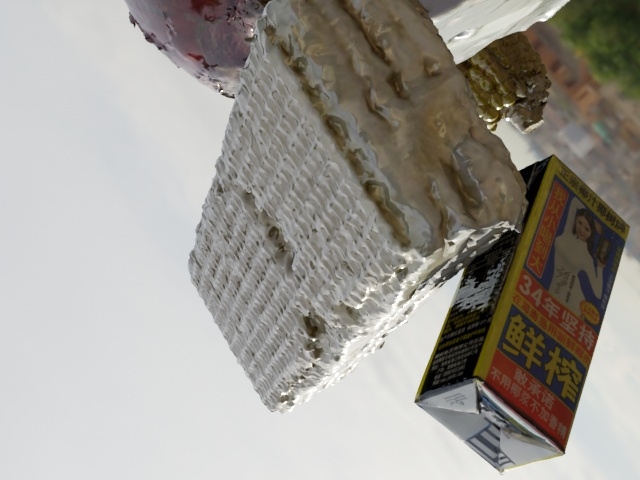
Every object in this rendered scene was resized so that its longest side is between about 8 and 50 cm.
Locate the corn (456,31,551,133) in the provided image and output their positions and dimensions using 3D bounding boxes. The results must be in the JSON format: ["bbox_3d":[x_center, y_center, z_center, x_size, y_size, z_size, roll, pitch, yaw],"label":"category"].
[{"bbox_3d":[0.147,-0.255,1.524,0.322,0.119,0.119,57,-170,5],"label":"corn"}]

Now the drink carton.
[{"bbox_3d":[0.113,0.037,0.730,0.071,0.056,0.166,43,-131,-20],"label":"drink carton"}]

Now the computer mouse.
[{"bbox_3d":[0.081,-0.190,0.899,0.115,0.199,0.389,61,172,3],"label":"computer mouse"}]

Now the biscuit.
[{"bbox_3d":[0.000,0.000,0.746,0.144,0.078,0.426,59,164,10],"label":"biscuit"}]

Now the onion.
[{"bbox_3d":[-0.040,-0.246,1.115,0.276,0.276,0.276,45,-171,-9],"label":"onion"}]
